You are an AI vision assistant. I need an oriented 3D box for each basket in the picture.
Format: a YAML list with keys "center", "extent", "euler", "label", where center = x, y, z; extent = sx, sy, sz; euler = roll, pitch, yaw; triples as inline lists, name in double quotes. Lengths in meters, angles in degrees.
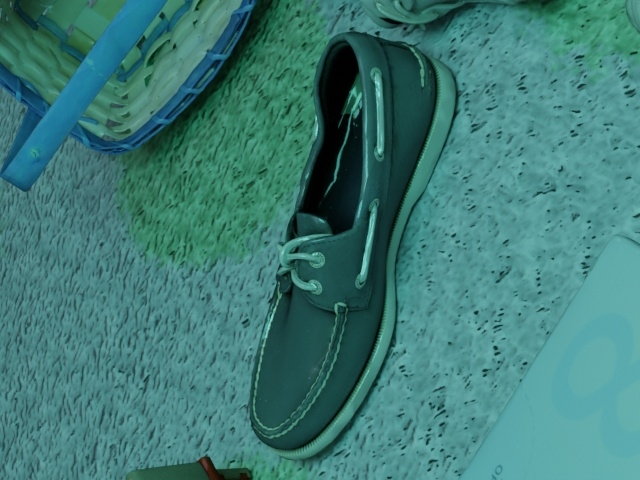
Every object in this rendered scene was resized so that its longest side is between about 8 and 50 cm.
- center: [-0.171, -0.193, 1.160]
  extent: [0.255, 0.201, 0.289]
  euler: [-47, 16, 21]
  label: "basket"

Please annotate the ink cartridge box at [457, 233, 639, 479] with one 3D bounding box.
- center: [0.180, 0.204, 0.645]
  extent: [0.308, 0.091, 0.385]
  euler: [-58, 27, 7]
  label: "ink cartridge box"

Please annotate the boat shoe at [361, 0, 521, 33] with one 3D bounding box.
- center: [0.064, -0.200, 1.036]
  extent: [0.267, 0.096, 0.088]
  euler: [30, 100, 47]
  label: "boat shoe"

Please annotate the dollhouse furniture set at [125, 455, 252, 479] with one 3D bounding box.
- center: [-0.059, 0.284, 0.968]
  extent: [0.262, 0.135, 0.259]
  euler: [-43, 60, 24]
  label: "dollhouse furniture set"

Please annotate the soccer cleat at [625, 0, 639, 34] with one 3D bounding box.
- center: [0.241, -0.089, 0.840]
  extent: [0.076, 0.068, 0.196]
  euler: [-55, 48, 18]
  label: "soccer cleat"

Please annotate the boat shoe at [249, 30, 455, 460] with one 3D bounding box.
- center: [0.000, 0.000, 1.013]
  extent: [0.116, 0.099, 0.319]
  euler: [16, 86, 46]
  label: "boat shoe"
